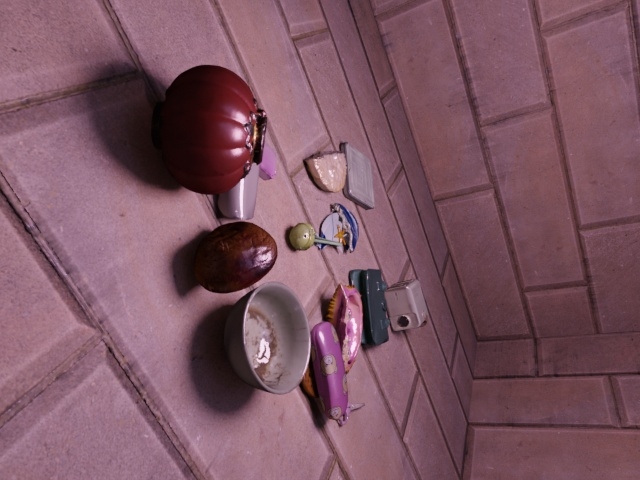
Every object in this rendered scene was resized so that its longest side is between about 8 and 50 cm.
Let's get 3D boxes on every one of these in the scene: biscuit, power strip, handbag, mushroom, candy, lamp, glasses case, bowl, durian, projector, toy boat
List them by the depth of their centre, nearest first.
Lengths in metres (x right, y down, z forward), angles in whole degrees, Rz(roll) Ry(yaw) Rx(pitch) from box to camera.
[{"bbox_3d":[-0.261,-0.261,1.073,0.303,0.257,0.303,-173,-90,-85],"label":"lamp"},{"bbox_3d":[-0.216,0.027,1.127,0.231,0.194,0.138,-78,146,-54],"label":"mushroom"},{"bbox_3d":[-0.161,0.260,1.185,0.289,0.146,0.289,30,54,-52],"label":"bowl"},{"bbox_3d":[-0.227,-0.209,1.281,0.128,0.083,0.307,16,79,-72],"label":"glasses case"},{"bbox_3d":[-0.227,-0.294,1.383,0.279,0.038,0.109,38,49,-50],"label":"power strip"},{"bbox_3d":[0.031,0.428,1.480,0.123,0.076,0.316,-8,87,-60],"label":"glasses case"},{"bbox_3d":[-0.019,0.430,1.500,0.188,0.027,0.187,28,57,-56],"label":"biscuit"},{"bbox_3d":[0.000,0.000,1.628,0.336,0.092,0.093,14,41,-58],"label":"candy"},{"bbox_3d":[0.082,0.322,1.648,0.191,0.112,0.341,9,80,-69],"label":"durian"},{"bbox_3d":[0.051,-0.030,1.791,0.291,0.067,0.220,-26,102,-49],"label":"toy boat"},{"bbox_3d":[0.045,-0.282,1.819,0.281,0.084,0.179,-41,115,-59],"label":"biscuit"},{"bbox_3d":[0.223,0.283,1.929,0.238,0.089,0.326,8,73,-61],"label":"handbag"},{"bbox_3d":[0.175,-0.299,2.097,0.266,0.047,0.268,19,63,-56],"label":"lamp"},{"bbox_3d":[0.423,0.326,2.192,0.177,0.164,0.242,-19,94,-60],"label":"projector"}]

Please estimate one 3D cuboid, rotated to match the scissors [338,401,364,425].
[{"bbox_3d":[0.112,0.623,1.669,0.212,0.021,0.110,23,57,-56],"label":"scissors"}]
